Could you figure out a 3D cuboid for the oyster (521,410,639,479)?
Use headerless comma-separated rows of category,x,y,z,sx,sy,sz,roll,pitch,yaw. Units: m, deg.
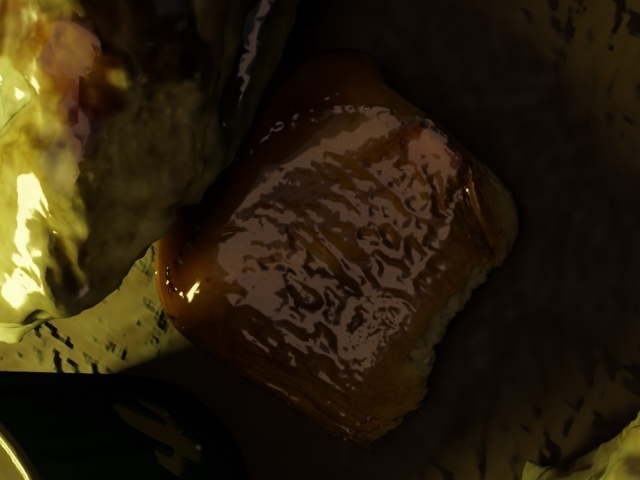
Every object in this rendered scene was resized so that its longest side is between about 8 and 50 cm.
oyster,0.131,0.095,0.513,0.161,0.107,0.232,34,106,12

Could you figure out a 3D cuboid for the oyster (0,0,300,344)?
oyster,-0.088,-0.134,0.609,0.275,0.100,0.271,-48,54,20

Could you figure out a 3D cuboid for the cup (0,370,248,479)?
cup,-0.098,0.125,0.583,0.131,0.155,0.176,-21,82,23

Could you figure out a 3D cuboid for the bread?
bread,0.000,0.000,0.601,0.126,0.044,0.129,38,101,19
